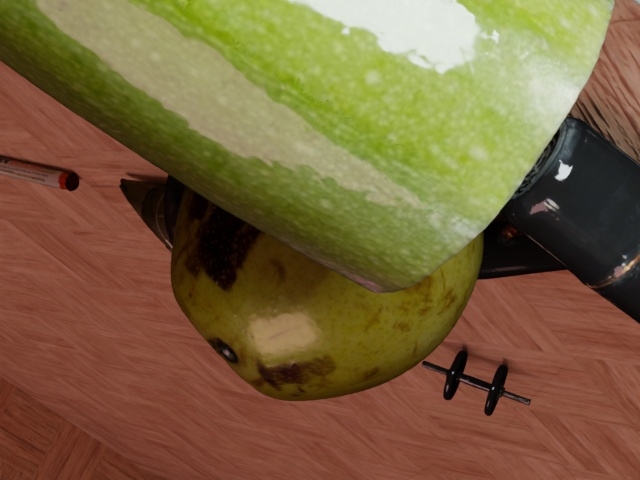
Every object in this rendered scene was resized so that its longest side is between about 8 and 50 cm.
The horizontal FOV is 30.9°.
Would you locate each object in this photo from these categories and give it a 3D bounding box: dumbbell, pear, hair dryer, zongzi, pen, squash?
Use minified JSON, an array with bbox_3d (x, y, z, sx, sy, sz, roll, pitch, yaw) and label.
[{"bbox_3d":[0.200,0.183,1.493,0.147,0.069,0.069,19,157,17],"label":"dumbbell"},{"bbox_3d":[0.000,0.000,1.001,0.283,0.283,0.283,22,158,9],"label":"pear"},{"bbox_3d":[0.186,-0.005,1.058,0.189,0.107,0.352,36,162,-17],"label":"hair dryer"},{"bbox_3d":[-0.166,-0.002,1.450,0.176,0.078,0.160,11,135,44],"label":"zongzi"},{"bbox_3d":[-0.422,-0.099,1.607,0.218,0.026,0.026,13,155,31],"label":"pen"},{"bbox_3d":[-0.052,-0.165,0.720,0.384,0.263,0.263,33,158,-14],"label":"squash"}]

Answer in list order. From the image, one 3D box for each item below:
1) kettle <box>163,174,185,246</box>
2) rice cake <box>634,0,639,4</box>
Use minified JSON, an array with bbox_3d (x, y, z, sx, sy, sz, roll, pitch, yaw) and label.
[{"bbox_3d":[-0.090,-0.013,1.237,0.232,0.144,0.202,132,120,-73],"label":"kettle"},{"bbox_3d":[0.235,-0.182,0.624,0.069,0.063,0.206,29,158,-2],"label":"rice cake"}]
